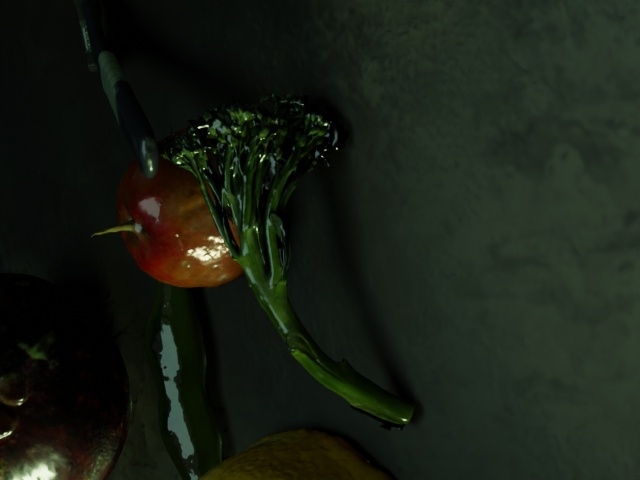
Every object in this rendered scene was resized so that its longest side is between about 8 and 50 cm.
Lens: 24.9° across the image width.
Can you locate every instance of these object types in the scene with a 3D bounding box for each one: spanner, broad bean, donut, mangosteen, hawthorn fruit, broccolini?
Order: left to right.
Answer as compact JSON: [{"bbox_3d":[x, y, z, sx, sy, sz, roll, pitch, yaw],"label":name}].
[{"bbox_3d":[-0.285,0.140,1.330,0.289,0.231,0.231,-123,24,-86],"label":"mangosteen"},{"bbox_3d":[-0.165,-0.127,1.151,0.316,0.024,0.087,-121,27,-54],"label":"spanner"},{"bbox_3d":[-0.103,-0.024,1.110,0.125,0.140,0.125,171,90,-85],"label":"hawthorn fruit"},{"bbox_3d":[-0.111,0.145,1.221,0.060,0.043,0.297,-13,90,34],"label":"broad bean"},{"bbox_3d":[-0.027,0.222,1.092,0.259,0.101,0.152,1,95,46],"label":"donut"},{"bbox_3d":[0.003,0.008,1.034,0.123,0.062,0.271,-33,88,6],"label":"broccolini"}]
